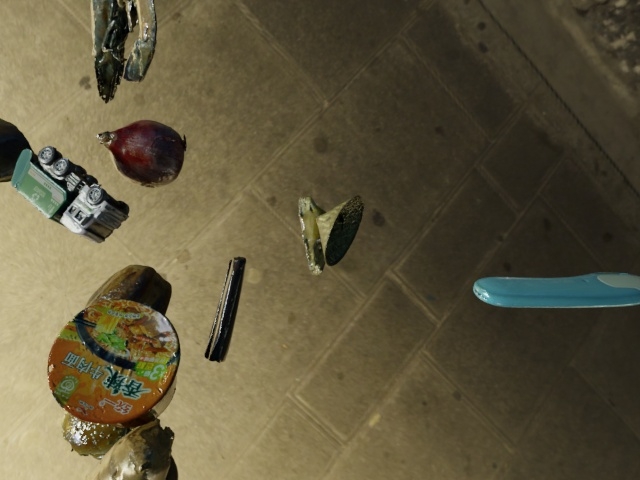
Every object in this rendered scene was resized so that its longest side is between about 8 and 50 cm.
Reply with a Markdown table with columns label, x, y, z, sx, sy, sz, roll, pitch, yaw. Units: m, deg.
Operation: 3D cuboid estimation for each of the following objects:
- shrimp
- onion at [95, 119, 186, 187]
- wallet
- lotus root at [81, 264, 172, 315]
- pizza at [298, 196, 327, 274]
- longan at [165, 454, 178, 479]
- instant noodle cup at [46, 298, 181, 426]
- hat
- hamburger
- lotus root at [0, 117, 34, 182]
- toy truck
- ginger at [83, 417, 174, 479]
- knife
| label | x | y | z | sx | sy | sz | roll | pitch | yaw |
| --- | --- | --- | --- | --- | --- | --- | --- | --- | --- |
| shrimp | -0.401 | -0.426 | 1.291 | 0.085 | 0.445 | 0.272 | -16 | 66 | -34 |
| onion | -0.399 | -0.196 | 1.379 | 0.195 | 0.160 | 0.159 | 14 | 79 | -48 |
| wallet | -0.205 | 0.151 | 1.383 | 0.049 | 0.182 | 0.228 | 13 | 82 | -4 |
| lotus root | -0.531 | 0.197 | 1.651 | 0.193 | 0.193 | 0.290 | 43 | 52 | -13 |
| pizza | -0.002 | -0.009 | 1.759 | 0.081 | 0.204 | 0.188 | -12 | 129 | 12 |
| longan | -0.462 | 0.633 | 1.681 | 0.189 | 0.189 | 0.189 | 2 | 85 | -22 |
| instant noodle cup | -0.369 | 0.249 | 1.183 | 0.231 | 0.182 | 0.230 | 2 | 61 | -3 |
| hat | 0.019 | -0.030 | 1.189 | 0.067 | 0.146 | 0.146 | 25 | 73 | 20 |
| hamburger | -0.547 | 0.456 | 1.606 | 0.215 | 0.122 | 0.189 | -12 | 63 | 15 |
| lotus root | -0.839 | -0.231 | 1.581 | 0.119 | 0.235 | 0.138 | -44 | 142 | -52 |
| toy truck | -0.512 | -0.097 | 1.275 | 0.253 | 0.114 | 0.124 | 38 | 86 | 21 |
| ginger | -0.458 | 0.517 | 1.301 | 0.376 | 0.236 | 0.166 | -31 | 120 | 6 |
| knife | 0.273 | 0.057 | 0.698 | 0.222 | 0.064 | 0.031 | 0 | 115 | -15 |
